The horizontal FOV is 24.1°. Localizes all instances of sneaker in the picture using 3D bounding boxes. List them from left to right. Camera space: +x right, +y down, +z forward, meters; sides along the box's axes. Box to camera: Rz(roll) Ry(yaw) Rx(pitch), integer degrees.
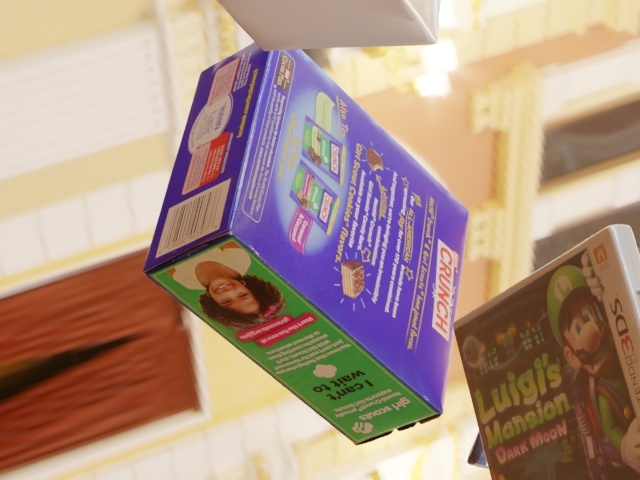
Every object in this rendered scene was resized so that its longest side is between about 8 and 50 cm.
[{"bbox_3d":[0.184,0.204,1.478,0.059,0.053,0.144,26,4,22],"label":"sneaker"}]

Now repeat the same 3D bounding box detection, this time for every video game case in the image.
[{"bbox_3d":[0.163,0.104,0.991,0.190,0.022,0.173,-40,-122,54],"label":"video game case"}]

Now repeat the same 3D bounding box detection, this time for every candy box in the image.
[{"bbox_3d":[0.000,0.000,1.465,0.317,0.122,0.268,41,42,-31],"label":"candy box"}]

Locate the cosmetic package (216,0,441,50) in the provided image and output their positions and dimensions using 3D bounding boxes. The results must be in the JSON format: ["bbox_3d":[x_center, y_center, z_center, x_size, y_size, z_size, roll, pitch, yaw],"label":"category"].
[{"bbox_3d":[-0.026,-0.291,1.030,0.385,0.156,0.217,31,61,-68],"label":"cosmetic package"}]
